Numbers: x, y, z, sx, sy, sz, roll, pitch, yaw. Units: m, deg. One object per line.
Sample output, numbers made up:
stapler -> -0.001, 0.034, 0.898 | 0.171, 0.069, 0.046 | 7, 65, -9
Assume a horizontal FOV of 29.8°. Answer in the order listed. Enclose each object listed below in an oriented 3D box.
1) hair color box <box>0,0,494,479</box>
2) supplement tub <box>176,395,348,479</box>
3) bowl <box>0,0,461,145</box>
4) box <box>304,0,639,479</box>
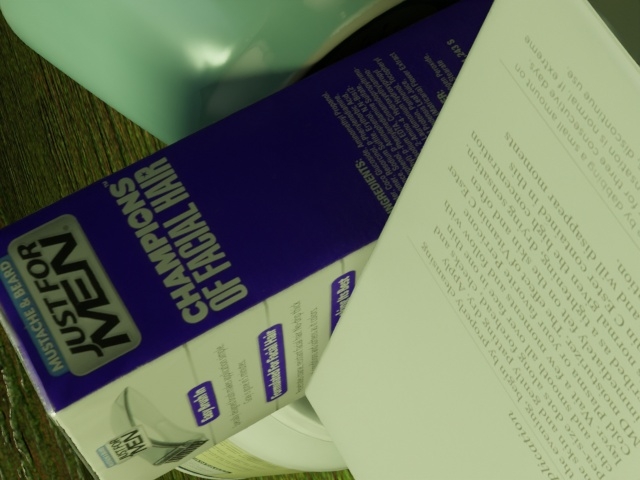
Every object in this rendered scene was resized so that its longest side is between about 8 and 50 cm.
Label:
hair color box -> 0.000, 0.000, 0.662 | 0.110, 0.339, 0.185 | 56, 166, 20
supplement tub -> -0.031, 0.063, 0.935 | 0.325, 0.235, 0.235 | -28, 80, 64
bowl -> -0.013, -0.152, 0.704 | 0.163, 0.311, 0.311 | 55, 151, 15
box -> 0.156, 0.023, 0.548 | 0.168, 0.215, 0.345 | 59, 152, 23
